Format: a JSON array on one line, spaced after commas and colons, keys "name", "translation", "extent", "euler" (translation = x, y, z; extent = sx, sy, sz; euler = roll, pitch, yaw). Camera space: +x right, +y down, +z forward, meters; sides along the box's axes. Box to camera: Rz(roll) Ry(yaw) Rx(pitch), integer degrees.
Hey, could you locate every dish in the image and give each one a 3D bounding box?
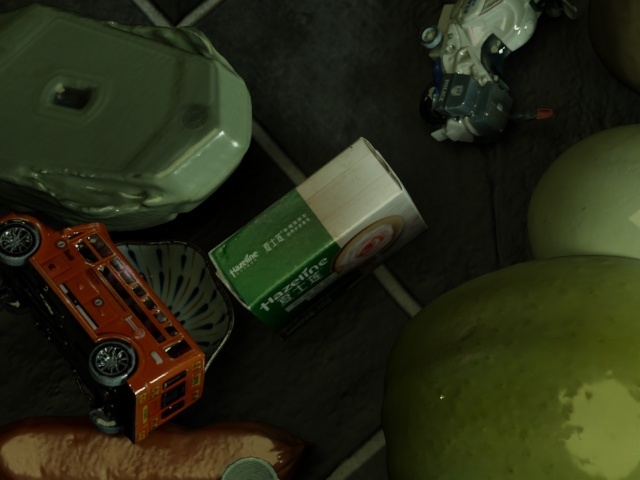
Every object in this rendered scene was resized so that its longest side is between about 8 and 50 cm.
[{"name": "dish", "translation": [-0.173, 0.093, 1.949], "extent": [0.190, 0.066, 0.191], "euler": [-4, 69, 12]}]

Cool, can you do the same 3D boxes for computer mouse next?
[{"name": "computer mouse", "translation": [-0.243, -0.120, 1.994], "extent": [0.429, 0.145, 0.228], "euler": [15, 71, 29]}]

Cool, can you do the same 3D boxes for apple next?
[{"name": "apple", "translation": [0.221, 0.209, 1.708], "extent": [0.360, 0.312, 0.320], "euler": [-2, 58, 24]}]

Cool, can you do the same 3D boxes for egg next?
[{"name": "egg", "translation": [0.324, -0.001, 1.769], "extent": [0.269, 0.219, 0.219], "euler": [23, 80, 17]}]

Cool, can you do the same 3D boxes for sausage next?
[{"name": "sausage", "translation": [-0.176, 0.223, 1.895], "extent": [0.348, 0.097, 0.094], "euler": [0, 85, 13]}]

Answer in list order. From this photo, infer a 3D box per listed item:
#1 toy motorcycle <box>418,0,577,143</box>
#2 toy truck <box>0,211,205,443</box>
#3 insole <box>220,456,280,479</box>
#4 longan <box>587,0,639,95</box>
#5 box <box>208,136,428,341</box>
[{"name": "toy motorcycle", "translation": [0.180, -0.203, 1.937], "extent": [0.150, 0.102, 0.221], "euler": [6, 71, 37]}, {"name": "toy truck", "translation": [-0.223, 0.071, 1.870], "extent": [0.114, 0.107, 0.253], "euler": [-29, 63, -24]}, {"name": "insole", "translation": [-0.038, 0.318, 1.827], "extent": [0.080, 0.003, 0.232], "euler": [-17, 95, 9]}, {"name": "longan", "translation": [0.387, -0.236, 1.826], "extent": [0.246, 0.215, 0.246], "euler": [-11, 72, 38]}, {"name": "box", "translation": [0.000, 0.000, 1.897], "extent": [0.199, 0.135, 0.081], "euler": [-40, 69, 1]}]
